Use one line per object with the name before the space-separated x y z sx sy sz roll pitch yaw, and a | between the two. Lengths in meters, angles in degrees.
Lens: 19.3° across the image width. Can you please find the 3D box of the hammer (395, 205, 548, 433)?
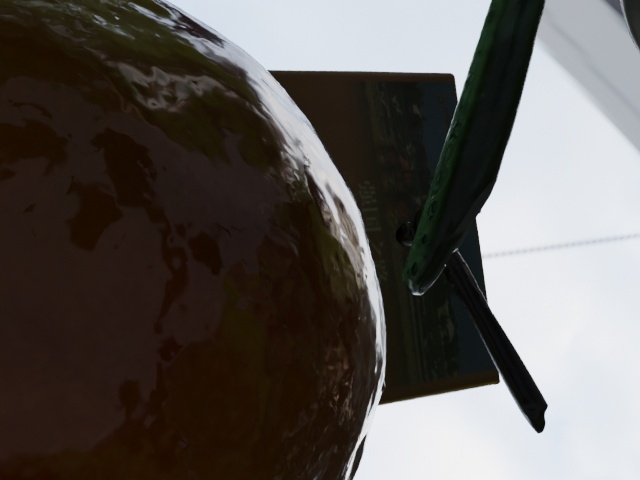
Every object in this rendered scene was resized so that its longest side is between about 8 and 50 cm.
hammer | 0.117 0.052 1.312 0.065 0.021 0.178 -32 -103 18

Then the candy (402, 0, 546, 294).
candy | 0.079 -0.137 0.610 0.097 0.097 0.323 17 -96 -9

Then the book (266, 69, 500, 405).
book | 0.000 0.000 1.423 0.374 0.028 0.262 -4 -96 -48

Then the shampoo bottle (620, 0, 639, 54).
shampoo bottle | 0.247 -0.136 1.050 0.086 0.056 0.227 54 -142 7

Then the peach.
peach | -0.131 0.056 0.813 0.343 0.343 0.301 -40 -92 -24
